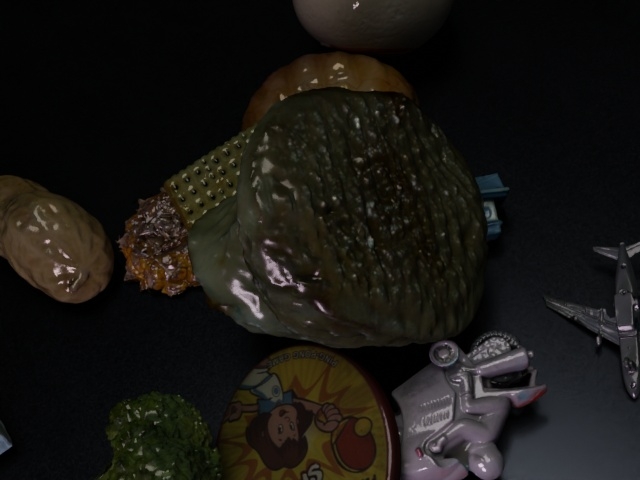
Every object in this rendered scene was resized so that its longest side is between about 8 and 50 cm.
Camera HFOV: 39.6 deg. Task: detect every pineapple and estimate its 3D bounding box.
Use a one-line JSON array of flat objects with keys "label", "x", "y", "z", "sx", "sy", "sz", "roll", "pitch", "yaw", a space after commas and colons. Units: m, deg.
[{"label": "pineapple", "x": -0.230, "y": -0.011, "z": 1.416, "sx": 0.224, "sy": 0.076, "sz": 0.225, "roll": -6, "pitch": 55, "yaw": 8}]

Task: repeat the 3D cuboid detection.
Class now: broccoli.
[{"label": "broccoli", "x": -0.231, "y": 0.361, "z": 1.105, "sx": 0.302, "sy": 0.186, "sz": 0.254, "roll": -57, "pitch": 37, "yaw": 10}]

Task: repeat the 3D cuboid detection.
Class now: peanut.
[{"label": "peanut", "x": -0.452, "y": -0.019, "z": 1.431, "sx": 0.291, "sy": 0.159, "sz": 0.143, "roll": 32, "pitch": 42, "yaw": 31}]

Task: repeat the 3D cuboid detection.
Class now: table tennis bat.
[{"label": "table tennis bat", "x": -0.009, "y": 0.320, "z": 1.097, "sx": 0.268, "sy": 0.051, "sz": 0.415, "roll": -29, "pitch": 55, "yaw": 20}]

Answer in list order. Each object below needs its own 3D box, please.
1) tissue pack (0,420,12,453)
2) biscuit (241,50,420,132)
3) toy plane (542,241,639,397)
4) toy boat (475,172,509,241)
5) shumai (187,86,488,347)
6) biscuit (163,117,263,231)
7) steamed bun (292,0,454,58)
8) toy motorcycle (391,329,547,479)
[{"label": "tissue pack", "x": -0.597, "y": 0.306, "z": 1.277, "sx": 0.263, "sy": 0.089, "sz": 0.177, "roll": -39, "pitch": 53, "yaw": -11}, {"label": "biscuit", "x": 0.018, "y": -0.180, "z": 1.453, "sx": 0.296, "sy": 0.102, "sz": 0.296, "roll": -6, "pitch": 57, "yaw": 9}, {"label": "toy plane", "x": 0.408, "y": 0.097, "z": 1.179, "sx": 0.226, "sy": 0.058, "sz": 0.226, "roll": -10, "pitch": 51, "yaw": 28}, {"label": "toy boat", "x": 0.162, "y": -0.028, "z": 1.313, "sx": 0.237, "sy": 0.109, "sz": 0.098, "roll": -11, "pitch": 78, "yaw": 1}, {"label": "shumai", "x": 0.000, "y": 0.000, "z": 1.172, "sx": 0.323, "sy": 0.397, "sz": 0.324, "roll": -24, "pitch": 66, "yaw": 46}, {"label": "biscuit", "x": -0.127, "y": -0.107, "z": 1.385, "sx": 0.231, "sy": 0.016, "sz": 0.139, "roll": -32, "pitch": 59, "yaw": -1}, {"label": "steamed bun", "x": 0.091, "y": -0.404, "z": 1.529, "sx": 0.283, "sy": 0.177, "sz": 0.283, "roll": -1, "pitch": 17, "yaw": 0}, {"label": "toy motorcycle", "x": 0.172, "y": 0.229, "z": 1.119, "sx": 0.260, "sy": 0.110, "sz": 0.171, "roll": -31, "pitch": 59, "yaw": -8}]
